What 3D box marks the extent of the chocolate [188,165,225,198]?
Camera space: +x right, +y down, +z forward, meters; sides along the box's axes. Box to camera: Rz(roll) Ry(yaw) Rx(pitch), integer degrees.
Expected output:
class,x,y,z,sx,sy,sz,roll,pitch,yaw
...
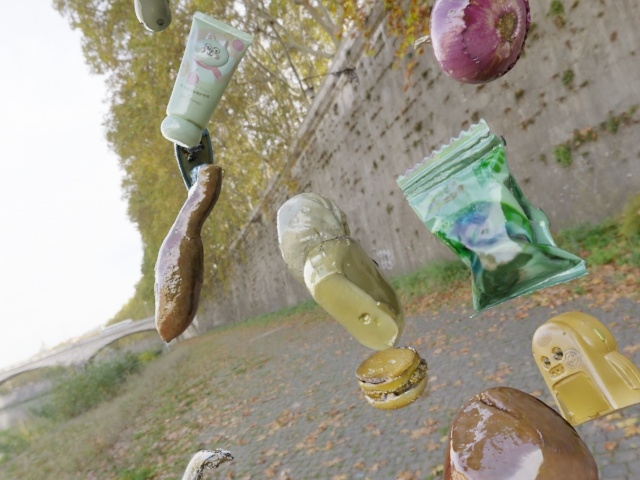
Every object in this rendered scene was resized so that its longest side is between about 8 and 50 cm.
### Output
class,x,y,z,sx,sy,sz,roll,pitch,yaw
chocolate,-0.325,-0.159,1.330,0.085,0.086,0.219,-18,-3,-32

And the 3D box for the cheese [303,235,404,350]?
class,x,y,z,sx,sy,sz,roll,pitch,yaw
cheese,0.074,0.094,1.032,0.128,0.259,0.316,-39,15,17

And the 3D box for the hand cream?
class,x,y,z,sx,sy,sz,roll,pitch,yaw
hand cream,-0.279,-0.371,1.070,0.147,0.306,0.093,21,-3,-7

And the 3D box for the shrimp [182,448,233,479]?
class,x,y,z,sx,sy,sz,roll,pitch,yaw
shrimp,-0.349,0.707,1.386,0.251,0.052,0.144,-38,30,36

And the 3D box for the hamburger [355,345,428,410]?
class,x,y,z,sx,sy,sz,roll,pitch,yaw
hamburger,0.198,0.362,1.200,0.191,0.118,0.182,-30,13,-17

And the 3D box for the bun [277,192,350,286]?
class,x,y,z,sx,sy,sz,roll,pitch,yaw
bun,0.000,0.000,1.609,0.234,0.362,0.326,-16,16,17

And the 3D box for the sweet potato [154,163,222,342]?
class,x,y,z,sx,sy,sz,roll,pitch,yaw
sweet potato,-0.287,0.023,0.967,0.109,0.385,0.109,11,-5,1

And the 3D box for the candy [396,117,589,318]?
class,x,y,z,sx,sy,sz,roll,pitch,yaw
candy,0.363,-0.047,1.019,0.263,0.398,0.172,-34,-10,23

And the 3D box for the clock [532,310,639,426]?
class,x,y,z,sx,sy,sz,roll,pitch,yaw
clock,0.803,0.380,1.401,0.200,0.317,0.244,-8,-32,-27

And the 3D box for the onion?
class,x,y,z,sx,sy,sz,roll,pitch,yaw
onion,0.524,-0.720,1.532,0.358,0.358,0.345,-21,37,1

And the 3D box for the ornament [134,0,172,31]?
class,x,y,z,sx,sy,sz,roll,pitch,yaw
ornament,-0.356,-0.505,0.933,0.081,0.075,0.156,-20,-27,-2

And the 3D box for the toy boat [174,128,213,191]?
class,x,y,z,sx,sy,sz,roll,pitch,yaw
toy boat,-0.487,-0.333,1.780,0.145,0.332,0.133,-23,41,-26

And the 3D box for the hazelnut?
class,x,y,z,sx,sy,sz,roll,pitch,yaw
hazelnut,0.434,0.525,1.026,0.315,0.373,0.372,23,23,32
